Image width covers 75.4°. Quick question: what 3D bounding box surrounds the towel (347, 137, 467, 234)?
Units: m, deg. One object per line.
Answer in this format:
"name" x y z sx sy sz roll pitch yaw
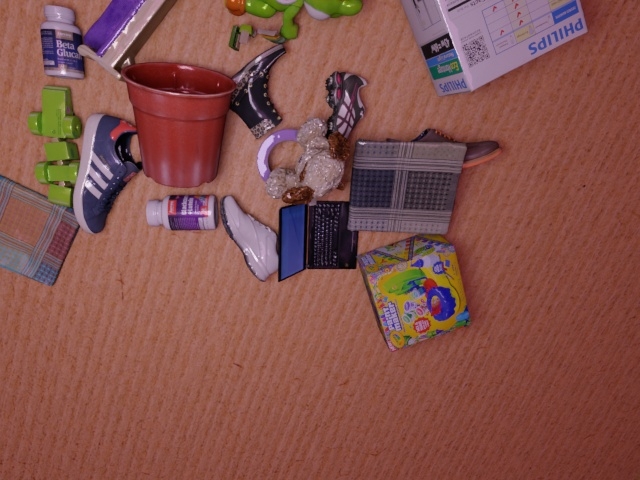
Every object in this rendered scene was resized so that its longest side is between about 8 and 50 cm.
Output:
"towel" 0.252 -0.156 1.247 0.325 0.056 0.311 3 124 2

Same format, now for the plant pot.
"plant pot" -0.373 -0.301 1.106 0.273 0.272 0.264 8 124 -8

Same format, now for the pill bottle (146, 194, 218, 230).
"pill bottle" -0.413 -0.083 1.246 0.194 0.108 0.107 -1 105 -6

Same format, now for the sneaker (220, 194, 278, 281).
"sneaker" -0.215 -0.018 1.303 0.129 0.111 0.296 -33 111 -13

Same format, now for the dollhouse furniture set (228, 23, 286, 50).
"dollhouse furniture set" -0.177 -0.552 1.149 0.152 0.076 0.058 16 101 13

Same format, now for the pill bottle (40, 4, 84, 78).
"pill bottle" -0.688 -0.523 1.103 0.094 0.094 0.169 2 105 -7

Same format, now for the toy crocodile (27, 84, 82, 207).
"toy crocodile" -0.734 -0.261 1.176 0.115 0.105 0.339 -1 101 -6

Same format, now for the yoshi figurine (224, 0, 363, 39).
"yoshi figurine" -0.060 -0.669 1.119 0.363 0.203 0.202 11 68 4

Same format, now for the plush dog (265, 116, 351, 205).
"plush dog" -0.007 -0.181 1.118 0.211 0.225 0.262 33 98 -13

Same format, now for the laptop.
"laptop" 0.000 0.000 1.300 0.265 0.136 0.233 1 106 -6

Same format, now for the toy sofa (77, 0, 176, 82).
"toy sofa" -0.473 -0.603 1.077 0.177 0.150 0.362 40 98 -16

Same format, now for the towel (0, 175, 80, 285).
"towel" -0.940 -0.046 1.236 0.371 0.040 0.271 27 102 -13

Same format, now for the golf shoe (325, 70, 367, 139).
"golf shoe" 0.074 -0.356 1.231 0.120 0.105 0.272 0 106 -13

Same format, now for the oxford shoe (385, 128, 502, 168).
"oxford shoe" 0.376 -0.282 1.270 0.365 0.130 0.132 -9 102 -3

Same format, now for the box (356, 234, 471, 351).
"box" 0.300 0.160 1.351 0.280 0.177 0.289 -19 109 0

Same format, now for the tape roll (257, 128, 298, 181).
"tape roll" -0.096 -0.241 1.253 0.189 0.080 0.188 -2 105 -7

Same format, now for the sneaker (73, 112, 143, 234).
"sneaker" -0.597 -0.177 1.189 0.148 0.131 0.349 12 104 -5

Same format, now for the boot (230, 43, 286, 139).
"boot" -0.157 -0.426 1.195 0.237 0.085 0.178 -36 109 9

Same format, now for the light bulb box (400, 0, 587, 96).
"light bulb box" 0.451 -0.642 1.127 0.358 0.225 0.360 -27 107 1
